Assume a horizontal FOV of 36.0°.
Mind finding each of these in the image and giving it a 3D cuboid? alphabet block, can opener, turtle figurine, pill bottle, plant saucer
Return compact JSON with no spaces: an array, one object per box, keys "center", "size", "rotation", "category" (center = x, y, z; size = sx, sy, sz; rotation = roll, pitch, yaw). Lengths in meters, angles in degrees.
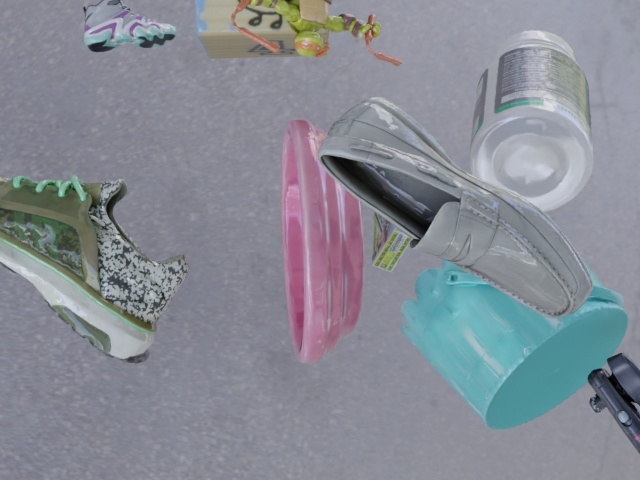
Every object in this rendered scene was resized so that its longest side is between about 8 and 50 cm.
[{"center":[-0.087,-0.389,1.518],"size":[0.197,0.193,0.192],"rotation":[-3,92,0],"category":"alphabet block"},{"center":[0.396,0.233,1.218],"size":[0.059,0.073,0.186],"rotation":[-13,71,-57],"category":"can opener"},{"center":[-0.004,-0.341,1.367],"size":[0.269,0.087,0.217],"rotation":[7,82,-28],"category":"turtle figurine"},{"center":[0.376,-0.225,1.754],"size":[0.204,0.204,0.361],"rotation":[51,31,-23],"category":"pill bottle"},{"center":[0.000,0.000,1.342],"size":[0.084,0.332,0.332],"rotation":[-2,88,-6],"category":"plant saucer"}]

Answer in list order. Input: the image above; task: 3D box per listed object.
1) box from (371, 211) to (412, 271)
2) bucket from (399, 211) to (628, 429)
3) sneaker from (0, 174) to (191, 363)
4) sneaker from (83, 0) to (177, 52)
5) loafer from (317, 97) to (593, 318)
[{"center":[0.122,-0.060,1.563],"size":[0.036,0.114,0.207],"rotation":[19,39,-12],"category":"box"},{"center":[0.269,0.112,1.349],"size":[0.281,0.183,0.281],"rotation":[-25,146,-19],"category":"bucket"},{"center":[-0.338,-0.030,1.292],"size":[0.410,0.158,0.182],"rotation":[41,90,-5],"category":"sneaker"},{"center":[-0.206,-0.242,1.053],"size":[0.098,0.038,0.069],"rotation":[-6,77,-12],"category":"sneaker"},{"center":[0.135,-0.019,1.024],"size":[0.319,0.112,0.111],"rotation":[37,51,7],"category":"loafer"}]
